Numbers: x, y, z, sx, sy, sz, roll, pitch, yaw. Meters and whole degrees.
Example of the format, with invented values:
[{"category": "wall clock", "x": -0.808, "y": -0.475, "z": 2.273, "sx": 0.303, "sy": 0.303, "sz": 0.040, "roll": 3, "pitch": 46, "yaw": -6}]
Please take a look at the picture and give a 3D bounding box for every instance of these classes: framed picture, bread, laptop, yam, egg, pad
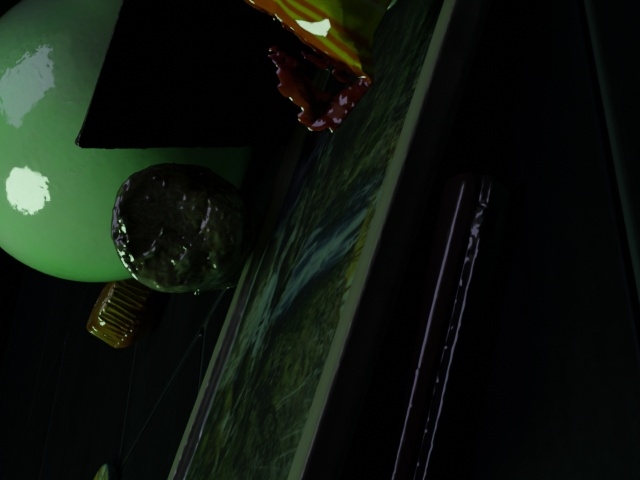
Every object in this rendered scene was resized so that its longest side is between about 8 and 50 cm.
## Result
[{"category": "framed picture", "x": 0.000, "y": 0.000, "z": 0.605, "sx": 0.240, "sy": 0.020, "sz": 0.324, "roll": -35, "pitch": 33, "yaw": 65}, {"category": "bread", "x": -0.173, "y": 0.058, "z": 1.154, "sx": 0.085, "sy": 0.053, "sz": 0.085, "roll": -57, "pitch": 13, "yaw": 21}, {"category": "laptop", "x": 0.021, "y": 0.080, "z": 0.535, "sx": 0.154, "sy": 0.026, "sz": 0.207, "roll": 159, "pitch": 127, "yaw": -73}, {"category": "yam", "x": -0.073, "y": -0.004, "z": 0.766, "sx": 0.179, "sy": 0.078, "sz": 0.078, "roll": 35, "pitch": -109, "yaw": -84}, {"category": "egg", "x": -0.161, "y": -0.083, "z": 0.942, "sx": 0.270, "sy": 0.220, "sz": 0.220, "roll": 138, "pitch": 145, "yaw": -59}, {"category": "pad", "x": -0.019, "y": -0.187, "z": 0.695, "sx": 0.005, "sy": 0.202, "sz": 0.299, "roll": 33, "pitch": 112, "yaw": 29}]

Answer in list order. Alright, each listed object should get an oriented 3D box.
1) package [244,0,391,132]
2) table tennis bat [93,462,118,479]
[{"category": "package", "x": -0.007, "y": -0.220, "z": 0.541, "sx": 0.288, "sy": 0.223, "sz": 0.108, "roll": -55, "pitch": 0, "yaw": 18}, {"category": "table tennis bat", "x": -0.213, "y": 0.272, "z": 1.141, "sx": 0.100, "sy": 0.019, "sz": 0.155, "roll": -112, "pitch": 43, "yaw": -64}]
